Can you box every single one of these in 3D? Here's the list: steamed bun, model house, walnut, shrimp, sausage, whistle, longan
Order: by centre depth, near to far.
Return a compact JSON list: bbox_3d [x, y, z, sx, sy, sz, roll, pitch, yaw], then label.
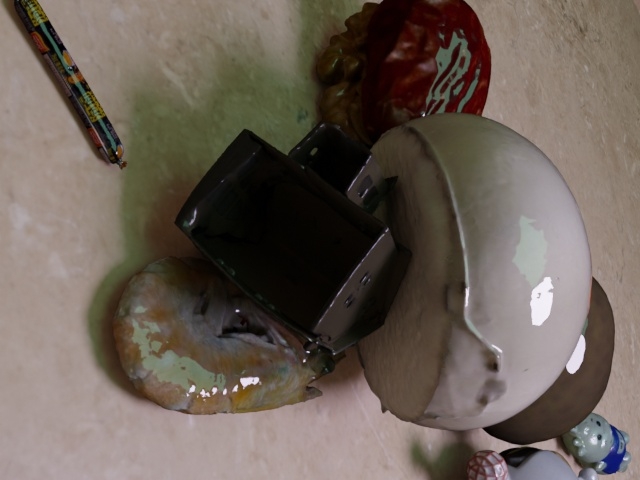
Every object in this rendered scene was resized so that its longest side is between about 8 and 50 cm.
[{"bbox_3d":[-0.245,-0.157,0.784,0.198,0.025,0.028,61,-5,-15],"label":"sausage"},{"bbox_3d":[-0.084,0.101,0.860,0.317,0.077,0.168,9,67,-47],"label":"shrimp"},{"bbox_3d":[0.000,0.000,0.880,0.204,0.211,0.243,-50,159,-6],"label":"model house"},{"bbox_3d":[0.180,0.033,0.955,0.241,0.374,0.374,-4,78,-16],"label":"steamed bun"},{"bbox_3d":[0.114,-0.214,1.130,0.244,0.222,0.269,18,67,-12],"label":"walnut"},{"bbox_3d":[0.317,0.155,1.196,0.300,0.243,0.300,-34,140,-34],"label":"longan"},{"bbox_3d":[0.531,0.389,1.514,0.244,0.092,0.110,37,46,-37],"label":"whistle"}]

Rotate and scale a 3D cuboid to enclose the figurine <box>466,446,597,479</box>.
[{"bbox_3d":[0.252,0.420,1.086,0.370,0.167,0.281,-37,125,-41],"label":"figurine"}]

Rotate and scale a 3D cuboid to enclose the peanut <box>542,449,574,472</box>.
[{"bbox_3d":[0.414,0.456,1.349,0.227,0.086,0.104,65,28,-15],"label":"peanut"}]
